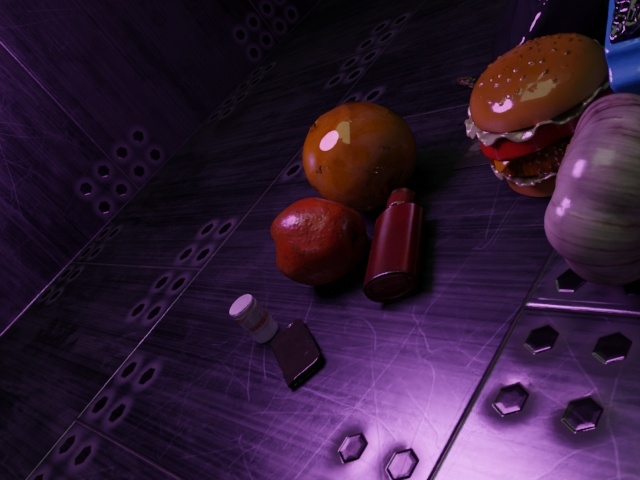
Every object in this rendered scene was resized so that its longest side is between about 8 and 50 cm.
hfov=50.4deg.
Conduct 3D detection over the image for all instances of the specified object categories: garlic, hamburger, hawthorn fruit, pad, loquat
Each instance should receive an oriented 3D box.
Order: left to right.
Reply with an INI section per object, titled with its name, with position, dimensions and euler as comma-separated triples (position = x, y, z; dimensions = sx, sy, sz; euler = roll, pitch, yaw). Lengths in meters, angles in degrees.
[hawthorn fruit]
position = 0.000, 0.000, 1.318
dimensions = 0.189, 0.189, 0.189
euler = -30, 28, 18
[loquat]
position = 0.083, -0.172, 1.407
dimensions = 0.235, 0.235, 0.235
euler = -30, 28, 18
[pad]
position = 0.355, -0.215, 1.380
dimensions = 0.127, 0.004, 0.190
euler = -6, 41, 47
[hamburger]
position = 0.376, -0.224, 1.134
dimensions = 0.275, 0.212, 0.274
euler = -30, 28, 18
[garlic]
position = 0.418, -0.041, 0.846
dimensions = 0.253, 0.245, 0.245
euler = 22, 60, 24

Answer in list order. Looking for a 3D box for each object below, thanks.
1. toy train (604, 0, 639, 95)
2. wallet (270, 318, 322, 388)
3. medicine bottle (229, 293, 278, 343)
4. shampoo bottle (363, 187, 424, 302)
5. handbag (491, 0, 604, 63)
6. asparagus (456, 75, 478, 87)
[toy train]
position = 0.534, -0.310, 0.979
dimensions = 0.188, 0.265, 0.300
euler = -6, 64, 46
[wallet]
position = -0.045, 0.200, 1.225
dimensions = 0.082, 0.018, 0.156
euler = -40, 27, 0
[medicine bottle]
position = -0.130, 0.153, 1.327
dimensions = 0.057, 0.089, 0.057
euler = -30, 28, 18
[shampoo bottle]
position = 0.141, -0.001, 1.250
dimensions = 0.102, 0.064, 0.260
euler = -24, 30, 28
[handbag]
position = 0.481, -0.448, 1.429
dimensions = 0.301, 0.178, 0.274
euler = -71, -2, -49
[asparagus]
position = 0.366, -0.345, 1.541
dimensions = 0.034, 0.027, 0.236
euler = -27, 28, 1
